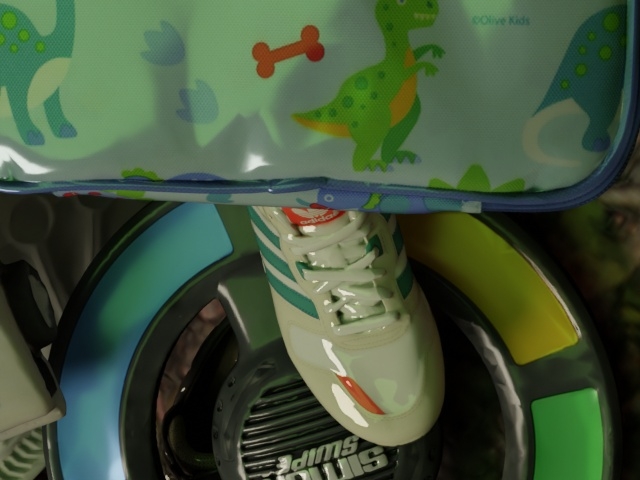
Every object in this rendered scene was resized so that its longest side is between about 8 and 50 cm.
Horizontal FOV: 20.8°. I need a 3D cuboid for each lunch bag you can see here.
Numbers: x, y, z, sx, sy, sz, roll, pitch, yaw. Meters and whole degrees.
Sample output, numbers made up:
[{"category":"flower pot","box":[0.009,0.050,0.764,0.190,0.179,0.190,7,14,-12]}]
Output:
[{"category":"lunch bag","box":[-0.010,-0.099,0.520,0.219,0.090,0.176,4,98,7]}]

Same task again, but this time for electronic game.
[{"category":"electronic game","box":[0.002,0.077,0.680,0.229,0.048,0.229,2,101,9]}]

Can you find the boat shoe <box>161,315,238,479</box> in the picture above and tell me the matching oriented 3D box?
[{"category":"boat shoe","box":[-0.046,0.085,0.748,0.056,0.049,0.152,28,112,27]}]

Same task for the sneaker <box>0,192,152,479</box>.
[{"category":"sneaker","box":[-0.220,0.057,0.806,0.236,0.130,0.322,27,87,52]}]

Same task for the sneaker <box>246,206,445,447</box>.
[{"category":"sneaker","box":[0.000,0.000,0.612,0.057,0.075,0.161,-17,91,8]}]

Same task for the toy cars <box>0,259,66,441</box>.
[{"category":"toy cars","box":[-0.135,-0.096,0.613,0.177,0.087,0.393,18,97,-4]}]
